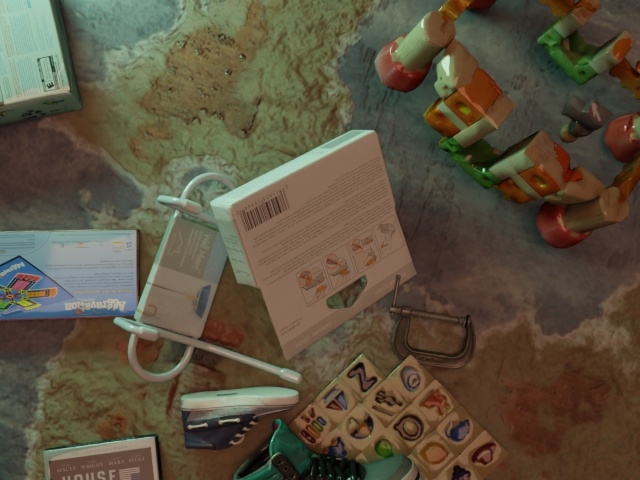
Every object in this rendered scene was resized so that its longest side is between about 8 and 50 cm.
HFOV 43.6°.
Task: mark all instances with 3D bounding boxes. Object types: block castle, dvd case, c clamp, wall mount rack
[{"bbox_3d":[0.337,-0.229,1.284,0.453,0.213,0.303,43,72,-5],"label":"block castle"},{"bbox_3d":[-0.335,0.438,1.261,0.179,0.029,0.238,-7,86,-4],"label":"dvd case"},{"bbox_3d":[0.184,0.143,1.313,0.161,0.022,0.137,15,98,-4],"label":"c clamp"},{"bbox_3d":[-0.148,0.079,1.267,0.304,0.130,0.350,22,83,-35],"label":"wall mount rack"}]

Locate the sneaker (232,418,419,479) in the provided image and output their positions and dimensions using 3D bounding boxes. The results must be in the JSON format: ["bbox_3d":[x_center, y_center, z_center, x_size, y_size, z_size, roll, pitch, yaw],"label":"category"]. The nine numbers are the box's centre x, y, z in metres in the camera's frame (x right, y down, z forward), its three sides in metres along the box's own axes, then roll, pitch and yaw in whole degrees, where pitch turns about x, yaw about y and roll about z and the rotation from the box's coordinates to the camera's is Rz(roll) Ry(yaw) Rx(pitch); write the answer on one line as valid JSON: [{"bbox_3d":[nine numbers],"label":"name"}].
[{"bbox_3d":[-0.010,0.352,1.235,0.296,0.124,0.178,-23,98,-2],"label":"sneaker"}]

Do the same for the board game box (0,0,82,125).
[{"bbox_3d":[-0.564,-0.297,1.285,0.303,0.097,0.224,-13,85,-6],"label":"board game box"}]

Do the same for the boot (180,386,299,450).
[{"bbox_3d":[-0.126,0.285,1.277,0.190,0.069,0.086,-3,93,3],"label":"boot"}]

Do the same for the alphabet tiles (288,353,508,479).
[{"bbox_3d":[0.126,0.365,1.301,0.285,0.011,0.342,-44,88,-4],"label":"alphabet tiles"}]

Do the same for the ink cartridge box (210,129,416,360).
[{"bbox_3d":[0.000,0.000,1.249,0.296,0.066,0.261,-30,113,-32],"label":"ink cartridge box"}]

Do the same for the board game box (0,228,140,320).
[{"bbox_3d":[-0.435,0.056,1.293,0.281,0.027,0.145,-1,83,-4],"label":"board game box"}]
